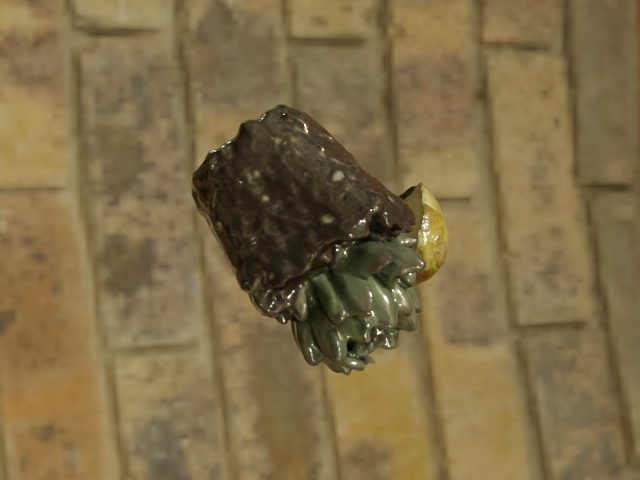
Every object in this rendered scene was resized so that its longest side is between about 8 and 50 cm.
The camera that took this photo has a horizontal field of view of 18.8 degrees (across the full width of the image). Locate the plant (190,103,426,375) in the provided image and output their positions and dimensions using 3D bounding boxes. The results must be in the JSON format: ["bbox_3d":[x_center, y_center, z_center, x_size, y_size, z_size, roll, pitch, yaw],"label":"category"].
[{"bbox_3d":[0.000,0.000,1.445,0.132,0.129,0.194,-42,-104,13],"label":"plant"}]

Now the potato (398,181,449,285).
[{"bbox_3d":[0.092,0.012,1.910,0.096,0.066,0.103,-43,-149,33],"label":"potato"}]
